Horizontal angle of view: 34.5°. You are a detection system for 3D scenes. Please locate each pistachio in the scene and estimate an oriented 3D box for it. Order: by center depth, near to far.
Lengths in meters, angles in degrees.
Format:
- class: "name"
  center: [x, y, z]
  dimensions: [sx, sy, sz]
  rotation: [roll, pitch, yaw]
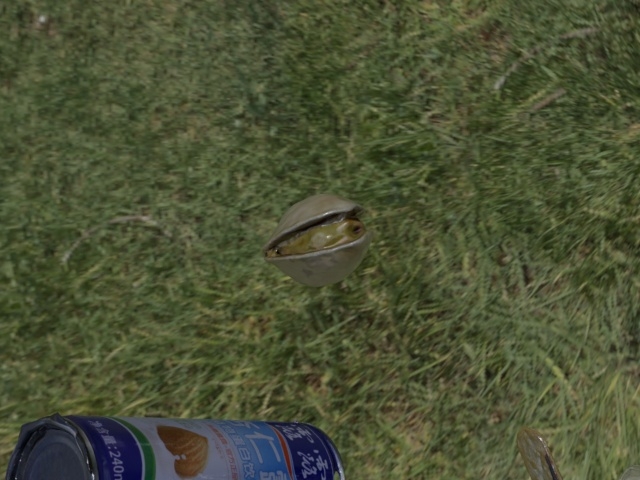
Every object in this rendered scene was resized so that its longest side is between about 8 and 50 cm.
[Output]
- class: "pistachio"
  center: [0.000, 0.000, 1.444]
  dimensions: [0.223, 0.152, 0.126]
  rotation: [-23, 83, 65]

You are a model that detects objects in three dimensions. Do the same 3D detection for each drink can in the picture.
- class: "drink can"
  center: [-0.091, 0.168, 0.703]
  dimensions: [0.097, 0.235, 0.097]
  rotation: [-10, 75, 40]

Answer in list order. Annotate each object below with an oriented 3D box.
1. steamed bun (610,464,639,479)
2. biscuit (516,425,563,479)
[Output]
- class: "steamed bun"
  center: [0.396, 0.377, 1.182]
  dimensions: [0.289, 0.276, 0.203]
  rotation: [4, 116, 1]
- class: "biscuit"
  center: [0.323, 0.336, 1.483]
  dimensions: [0.018, 0.071, 0.147]
  rotation: [-19, 79, -23]
